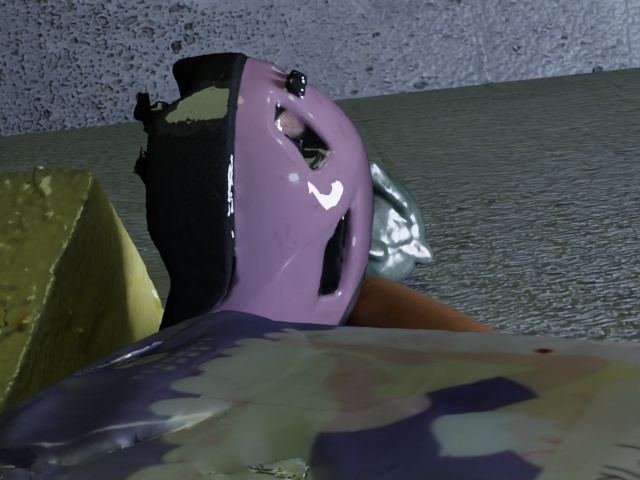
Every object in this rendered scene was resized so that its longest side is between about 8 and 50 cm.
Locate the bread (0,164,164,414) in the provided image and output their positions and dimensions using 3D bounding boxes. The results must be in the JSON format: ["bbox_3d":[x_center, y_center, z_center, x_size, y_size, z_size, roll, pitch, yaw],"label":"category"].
[{"bbox_3d":[-0.272,0.100,0.918,0.263,0.198,0.236,-3,46,23],"label":"bread"}]

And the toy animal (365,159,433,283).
[{"bbox_3d":[-0.001,0.006,1.189,0.236,0.138,0.108,-28,30,56],"label":"toy animal"}]

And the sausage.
[{"bbox_3d":[0.066,0.082,0.794,0.086,0.086,0.289,-11,14,-18],"label":"sausage"}]

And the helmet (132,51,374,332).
[{"bbox_3d":[-0.040,0.006,0.794,0.154,0.253,0.198,-4,28,5],"label":"helmet"}]

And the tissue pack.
[{"bbox_3d":[0.039,0.119,0.540,0.343,0.125,0.242,3,14,28],"label":"tissue pack"}]
